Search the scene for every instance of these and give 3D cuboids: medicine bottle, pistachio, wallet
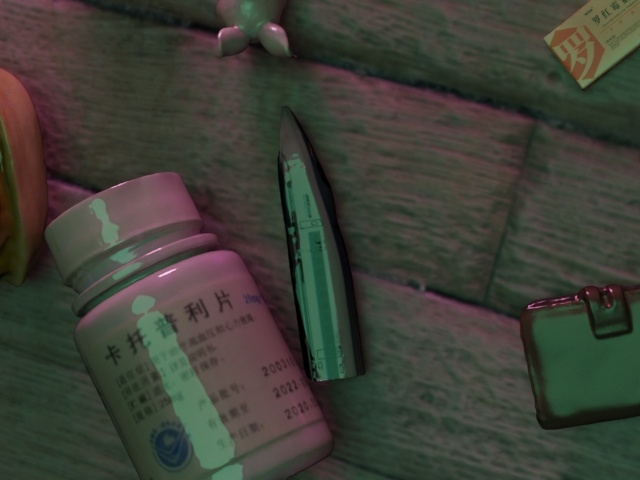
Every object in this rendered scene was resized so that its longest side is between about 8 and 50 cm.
[{"bbox_3d":[-0.121,0.095,1.234,0.170,0.170,0.293,-29,81,15],"label":"medicine bottle"},{"bbox_3d":[-0.336,-0.063,1.315,0.157,0.157,0.229,-9,92,16],"label":"pistachio"},{"bbox_3d":[0.251,0.095,1.190,0.153,0.039,0.118,-9,89,13],"label":"wallet"}]

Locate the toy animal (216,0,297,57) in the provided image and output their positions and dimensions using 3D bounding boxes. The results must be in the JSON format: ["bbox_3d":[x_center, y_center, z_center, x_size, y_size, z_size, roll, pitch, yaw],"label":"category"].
[{"bbox_3d":[-0.062,-0.223,1.270,0.071,0.085,0.124,-5,94,-1],"label":"toy animal"}]

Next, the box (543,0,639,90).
[{"bbox_3d":[0.246,-0.180,1.204,0.093,0.015,0.058,-38,81,12],"label":"box"}]

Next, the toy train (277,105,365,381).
[{"bbox_3d":[-0.001,0.000,1.257,0.048,0.055,0.251,-9,88,17],"label":"toy train"}]
